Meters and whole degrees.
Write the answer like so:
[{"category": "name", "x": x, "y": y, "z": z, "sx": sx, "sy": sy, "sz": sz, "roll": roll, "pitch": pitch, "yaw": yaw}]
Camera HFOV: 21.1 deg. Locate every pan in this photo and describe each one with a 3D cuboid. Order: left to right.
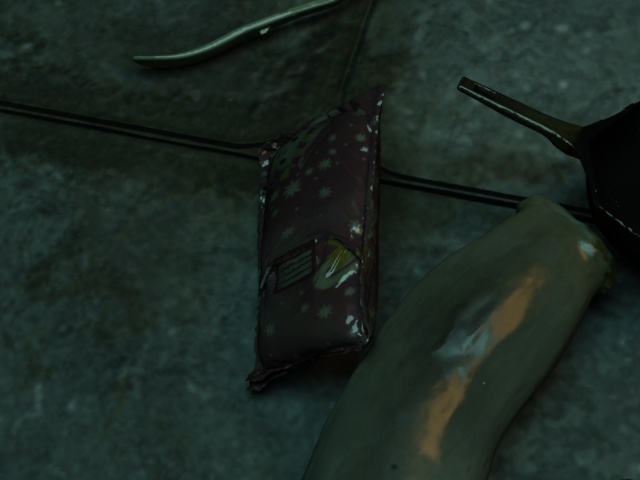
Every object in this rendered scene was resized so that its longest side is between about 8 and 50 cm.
[{"category": "pan", "x": 0.187, "y": -0.044, "z": 1.015, "sx": 0.202, "sy": 0.048, "sz": 0.128, "roll": 41, "pitch": 51, "yaw": 23}]

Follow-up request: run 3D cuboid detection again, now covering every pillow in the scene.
[{"category": "pillow", "x": 0.000, "y": 0.000, "z": 1.022, "sx": 0.118, "sy": 0.043, "sz": 0.185, "roll": -27, "pitch": 46, "yaw": 43}]

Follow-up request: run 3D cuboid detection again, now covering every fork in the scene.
[{"category": "fork", "x": -0.019, "y": -0.153, "z": 1.138, "sx": 0.219, "sy": 0.034, "sz": 0.028, "roll": -17, "pitch": 86, "yaw": 1}]

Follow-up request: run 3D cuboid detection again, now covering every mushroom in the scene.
[{"category": "mushroom", "x": 0.054, "y": 0.114, "z": 0.939, "sx": 0.109, "sy": 0.097, "sz": 0.351, "roll": 19, "pitch": 63, "yaw": 24}]

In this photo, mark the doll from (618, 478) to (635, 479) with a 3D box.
[{"category": "doll", "x": 0.198, "y": 0.198, "z": 0.889, "sx": 0.158, "sy": 0.059, "sz": 0.159, "roll": 34, "pitch": 70, "yaw": 26}]
